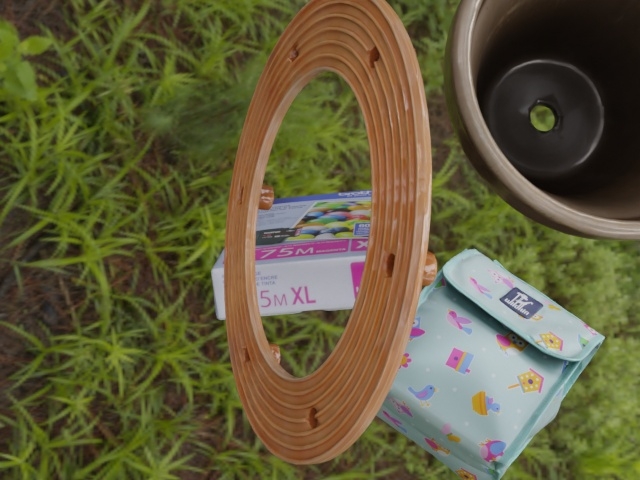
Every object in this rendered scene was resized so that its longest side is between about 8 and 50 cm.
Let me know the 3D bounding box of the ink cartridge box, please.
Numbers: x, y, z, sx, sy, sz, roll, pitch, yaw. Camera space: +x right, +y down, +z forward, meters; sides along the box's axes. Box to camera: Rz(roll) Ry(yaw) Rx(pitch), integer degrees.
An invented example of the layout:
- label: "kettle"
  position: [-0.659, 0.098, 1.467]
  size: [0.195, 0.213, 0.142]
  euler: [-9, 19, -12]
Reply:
- label: "ink cartridge box"
  position: [0.000, 0.000, 1.025]
  size: [0.311, 0.186, 0.065]
  euler: [-72, 157, -75]

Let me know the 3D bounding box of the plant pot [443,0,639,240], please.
- label: "plant pot"
  position: [0.217, -0.120, 0.788]
  size: [0.263, 0.229, 0.262]
  euler: [0, 85, -5]

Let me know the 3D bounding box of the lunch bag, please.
- label: "lunch bag"
  position: [0.208, 0.150, 1.193]
  size: [0.262, 0.223, 0.160]
  euler: [-46, 157, -23]

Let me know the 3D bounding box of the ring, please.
- label: "ring"
  position: [-0.002, -0.011, 0.672]
  size: [0.032, 0.337, 0.336]
  euler: [6, 75, -23]
